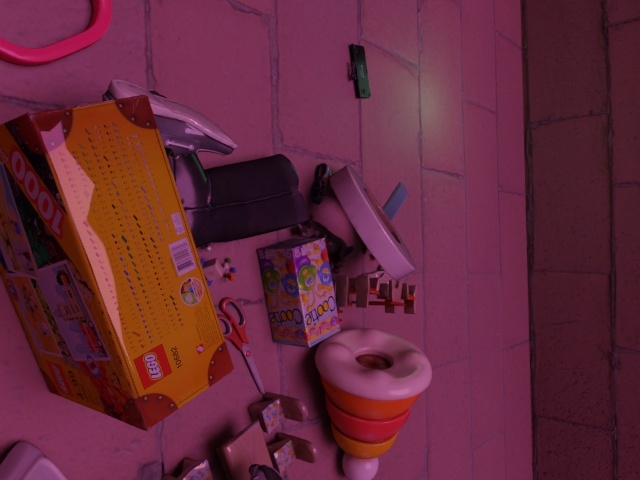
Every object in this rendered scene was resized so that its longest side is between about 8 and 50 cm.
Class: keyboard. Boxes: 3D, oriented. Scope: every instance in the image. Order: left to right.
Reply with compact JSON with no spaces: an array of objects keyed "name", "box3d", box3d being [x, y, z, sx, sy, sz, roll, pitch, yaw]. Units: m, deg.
[{"name":"keyboard","box3d":[0.128,-0.579,1.841,0.108,0.023,0.180,-20,103,-54]}]

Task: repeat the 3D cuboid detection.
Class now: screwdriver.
[{"name":"screwdriver","box3d":[0.049,0.059,1.738,0.170,0.025,0.024,-29,111,-36]}]

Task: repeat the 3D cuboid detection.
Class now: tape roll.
[{"name":"tape roll","box3d":[0.163,-0.056,1.652,0.392,0.072,0.392,53,13,-17]}]

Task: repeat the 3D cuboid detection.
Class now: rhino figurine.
[{"name":"rhino figurine","box3d":[0.000,0.000,1.634,0.243,0.073,0.106,39,46,-39]}]

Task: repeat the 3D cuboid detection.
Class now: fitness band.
[{"name":"fitness band","box3d":[-0.546,-0.462,1.046,0.291,0.054,0.208,-46,125,-38]}]

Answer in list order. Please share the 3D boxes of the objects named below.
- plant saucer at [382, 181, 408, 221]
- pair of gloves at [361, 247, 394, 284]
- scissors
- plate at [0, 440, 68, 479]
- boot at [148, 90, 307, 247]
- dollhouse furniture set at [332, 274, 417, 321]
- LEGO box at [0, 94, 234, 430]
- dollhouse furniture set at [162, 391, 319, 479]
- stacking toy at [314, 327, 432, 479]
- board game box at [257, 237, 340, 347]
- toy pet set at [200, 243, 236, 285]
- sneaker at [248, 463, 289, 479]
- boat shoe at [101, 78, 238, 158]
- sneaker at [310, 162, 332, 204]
[{"name":"plant saucer","box3d":[0.277,-0.136,1.999,0.192,0.018,0.067,-53,126,-34]},{"name":"pair of gloves","box3d":[0.220,0.080,1.910,0.204,0.042,0.239,8,84,-49]},{"name":"scissors","box3d":[-0.196,0.282,1.441,0.109,0.021,0.297,-55,125,-37]},{"name":"plate","box3d":[-0.460,0.493,0.916,0.045,0.277,0.278,-34,99,-8]},{"name":"boot","box3d":[-0.228,-0.175,1.324,0.445,0.146,0.366,-15,104,-47]},{"name":"dollhouse furniture set","box3d":[0.132,0.189,1.638,0.262,0.259,0.135,14,76,-47]},{"name":"LEGO box","box3d":[-0.402,0.034,0.948,0.193,0.373,0.499,-29,110,-45]},{"name":"dollhouse furniture set","box3d":[-0.121,0.655,1.338,0.362,0.257,0.393,-29,111,-46]},{"name":"stacking toy","box3d":[0.136,0.546,1.671,0.351,0.351,0.479,-17,121,-48]},{"name":"board game box","box3d":[-0.059,0.141,1.511,0.144,0.142,0.275,-19,103,-47]},{"name":"toy pet set","box3d":[-0.273,0.066,1.350,0.114,0.065,0.122,-90,160,-62]},{"name":"sneaker","box3d":[-0.168,0.571,1.197,0.229,0.132,0.086,2,129,-23]},{"name":"boat shoe","box3d":[-0.300,-0.221,1.083,0.099,0.116,0.320,-54,149,15]},{"name":"sneaker","box3d":[0.012,-0.170,1.673,0.058,0.052,0.135,32,66,-49]}]
